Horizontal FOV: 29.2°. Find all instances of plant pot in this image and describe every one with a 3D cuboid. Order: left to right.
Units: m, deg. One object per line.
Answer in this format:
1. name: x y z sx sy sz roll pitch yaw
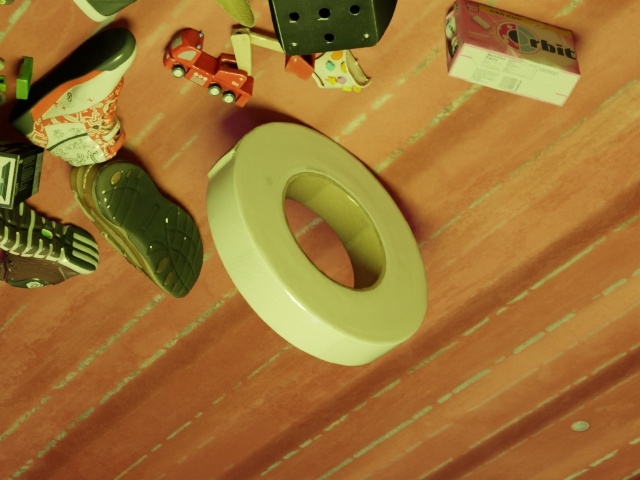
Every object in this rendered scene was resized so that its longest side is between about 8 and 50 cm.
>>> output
1. plant pot: 0.007 -0.350 1.620 0.187 0.167 0.188 -6 135 6

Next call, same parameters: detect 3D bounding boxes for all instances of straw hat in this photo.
1. straw hat: -0.116 -0.367 1.675 0.061 0.144 0.144 -44 132 -12

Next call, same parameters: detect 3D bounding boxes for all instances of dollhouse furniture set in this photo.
1. dollhouse furniture set: -0.505 -0.249 1.814 0.151 0.059 0.076 9 135 -8

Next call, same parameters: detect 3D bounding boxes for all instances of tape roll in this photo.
1. tape roll: 0.000 0.000 1.828 0.392 0.392 0.072 31 129 -27

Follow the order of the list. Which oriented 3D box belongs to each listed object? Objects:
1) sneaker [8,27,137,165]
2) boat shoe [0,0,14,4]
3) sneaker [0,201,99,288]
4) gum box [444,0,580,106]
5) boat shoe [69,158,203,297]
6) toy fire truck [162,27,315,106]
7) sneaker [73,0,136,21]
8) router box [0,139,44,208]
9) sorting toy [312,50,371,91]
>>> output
1. sneaker: -0.329 -0.207 1.835 0.270 0.090 0.145 -28 130 32
2. boat shoe: -0.516 -0.381 1.660 0.227 0.081 0.069 17 130 -19
3. sneaker: -0.524 0.012 2.050 0.162 0.106 0.281 -31 133 34
4. gum box: 0.266 -0.268 1.741 0.188 0.107 0.062 13 135 -13
5. boat shoe: -0.301 -0.029 2.015 0.120 0.122 0.324 17 151 34
6. toy fire truck: -0.118 -0.266 1.796 0.192 0.047 0.135 26 131 -22
7. sneaker: -0.302 -0.402 1.593 0.147 0.105 0.296 -20 153 15
8. router box: -0.546 -0.114 1.798 0.243 0.309 0.081 8 95 -8
9. sorting toy: 0.021 -0.248 1.825 0.075 0.045 0.083 -5 140 34
